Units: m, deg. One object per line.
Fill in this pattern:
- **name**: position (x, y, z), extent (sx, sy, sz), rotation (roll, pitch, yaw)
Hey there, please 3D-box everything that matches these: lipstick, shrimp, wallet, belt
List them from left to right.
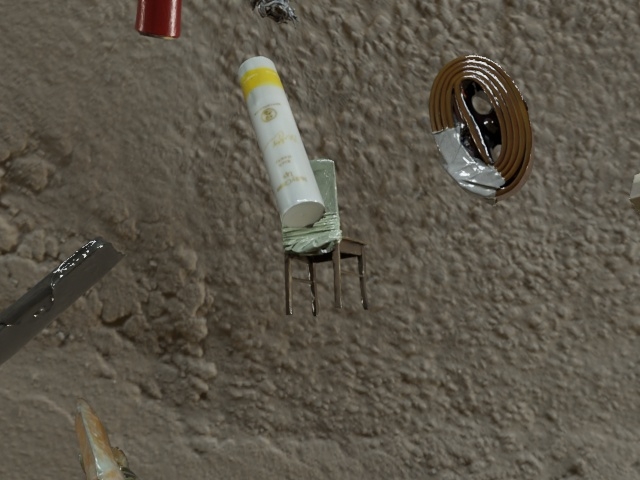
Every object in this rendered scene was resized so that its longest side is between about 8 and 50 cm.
- **wallet**: position (-0.548, 0.131, 1.267), extent (0.051, 0.197, 0.377), rotation (46, 74, 2)
- **shrimp**: position (-0.178, 0.194, 0.541), extent (0.052, 0.251, 0.143), rotation (-17, 96, -27)
- **lipstick**: position (-0.263, -0.462, 1.077), extent (0.080, 0.080, 0.241), rotation (6, 111, -10)
- **shrimp**: position (-0.089, -0.458, 1.266), extent (0.065, 0.165, 0.056), rotation (-1, 121, -40)
- **lipstick**: position (-0.056, -0.136, 0.862), extent (0.059, 0.264, 0.059), rotation (-14, 149, -9)
- **belt**: position (0.366, -0.249, 1.472), extent (0.217, 0.122, 0.338), rotation (-19, 77, 18)

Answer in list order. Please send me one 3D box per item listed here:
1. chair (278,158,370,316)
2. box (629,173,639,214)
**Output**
- **chair**: position (0.000, 0.000, 1.427), extent (0.160, 0.186, 0.319), rotation (-10, 78, 25)
- **box**: position (0.539, -0.025, 0.885), extent (0.201, 0.058, 0.141), rotation (47, 140, -15)
